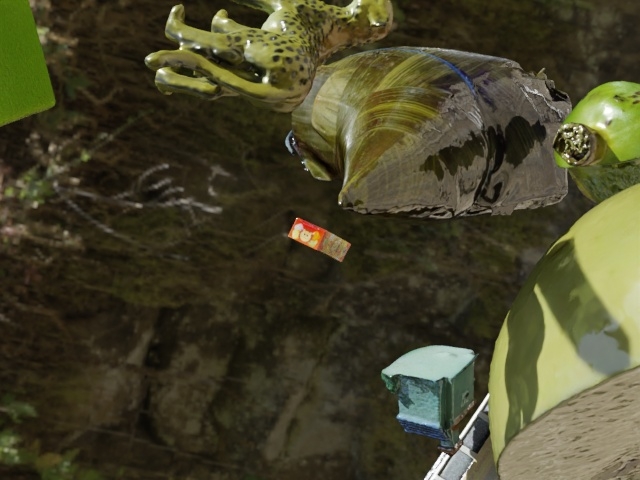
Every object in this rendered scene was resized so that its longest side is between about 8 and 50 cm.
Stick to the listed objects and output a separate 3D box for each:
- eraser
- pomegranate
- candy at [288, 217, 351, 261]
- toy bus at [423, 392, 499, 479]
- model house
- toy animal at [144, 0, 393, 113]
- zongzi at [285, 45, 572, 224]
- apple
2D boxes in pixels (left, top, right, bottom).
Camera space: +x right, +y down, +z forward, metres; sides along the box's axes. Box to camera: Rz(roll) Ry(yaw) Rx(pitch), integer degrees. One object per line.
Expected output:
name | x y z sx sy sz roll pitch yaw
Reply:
eraser | -0.401 -0.232 1.029 0.274 0.092 0.210 -96 -6 -78
pomegranate | 0.313 -0.110 0.941 0.143 0.169 0.122 -1 70 54
candy | 0.000 0.000 1.518 0.038 0.062 0.122 -65 -24 -1
toy bus | 0.282 0.346 1.441 0.342 0.138 0.097 -53 -27 -12
model house | 0.177 0.251 1.367 0.148 0.119 0.148 -21 -72 -56
toy animal | -0.030 -0.135 0.621 0.181 0.136 0.073 -65 -11 -56
zongzi | 0.034 -0.122 1.071 0.403 0.432 0.207 17 115 40
apple | 0.305 0.102 0.703 0.311 0.320 0.360 -49 -4 -37
